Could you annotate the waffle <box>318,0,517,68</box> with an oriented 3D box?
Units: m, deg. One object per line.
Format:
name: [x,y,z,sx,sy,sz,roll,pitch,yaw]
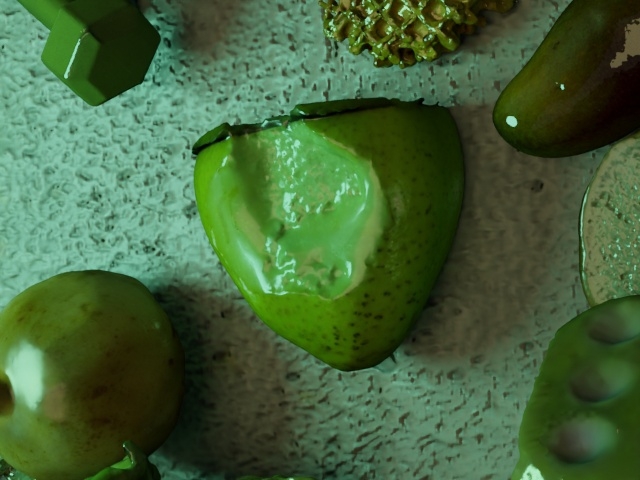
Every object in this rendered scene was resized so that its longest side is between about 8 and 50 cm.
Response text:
waffle: [0.078,-0.263,1.568,0.197,0.070,0.193,-18,86,28]

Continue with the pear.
pear: [0.000,0.000,1.586,0.292,0.159,0.292,4,99,27]

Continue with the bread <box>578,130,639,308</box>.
bread: [0.341,0.006,1.447,0.236,0.070,0.236,2,95,27]

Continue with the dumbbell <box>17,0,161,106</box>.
dumbbell: [-0.297,-0.262,1.721,0.108,0.121,0.302,-46,59,-2]

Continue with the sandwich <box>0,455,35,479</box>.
sandwich: [-0.306,0.247,1.807,0.244,0.088,0.090,45,113,18]

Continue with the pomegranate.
pomegranate: [-0.246,0.146,1.693,0.233,0.233,0.233,2,95,28]

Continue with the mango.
mango: [0.270,-0.170,1.448,0.267,0.111,0.133,-36,82,26]

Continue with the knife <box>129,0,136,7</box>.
knife: [-0.213,-0.348,1.749,0.058,0.032,0.244,9,94,33]

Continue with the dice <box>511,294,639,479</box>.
dice: [0.303,0.198,1.346,0.227,0.238,0.233,-2,131,30]

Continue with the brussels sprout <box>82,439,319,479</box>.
brussels sprout: [-0.120,0.428,1.595,0.425,0.342,0.361,46,140,22]
